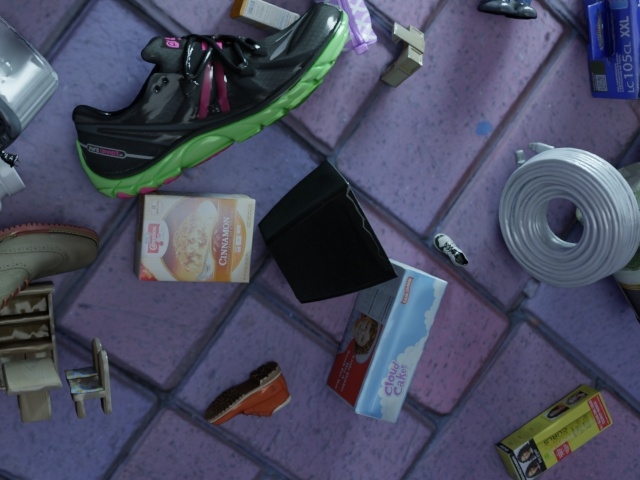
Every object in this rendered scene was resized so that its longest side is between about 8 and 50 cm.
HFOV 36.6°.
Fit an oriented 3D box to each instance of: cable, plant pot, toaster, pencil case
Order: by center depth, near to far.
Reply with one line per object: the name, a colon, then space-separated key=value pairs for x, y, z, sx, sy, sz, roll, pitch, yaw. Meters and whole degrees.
toaster: x=-0.486 y=-0.230 z=1.407 sx=0.227 sy=0.129 sz=0.146 roll=45 pitch=43 yaw=-17
pencil case: x=0.029 y=-0.414 z=1.617 sx=0.086 sy=0.088 sz=0.206 roll=-27 pitch=108 yaw=-13
plant pot: x=0.000 y=0.000 z=1.634 sx=0.167 sy=0.188 sz=0.187 roll=-30 pitch=109 yaw=-1
cable: x=0.447 y=-0.040 z=1.754 sx=0.089 sy=0.257 sz=0.257 roll=-22 pitch=115 yaw=-45

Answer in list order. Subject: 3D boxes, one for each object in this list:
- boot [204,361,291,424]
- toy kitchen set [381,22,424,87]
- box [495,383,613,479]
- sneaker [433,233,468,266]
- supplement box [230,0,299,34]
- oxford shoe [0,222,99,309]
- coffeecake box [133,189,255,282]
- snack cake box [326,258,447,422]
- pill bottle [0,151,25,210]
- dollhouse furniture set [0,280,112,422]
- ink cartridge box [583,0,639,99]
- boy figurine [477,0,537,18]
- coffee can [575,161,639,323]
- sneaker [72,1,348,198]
boot: x=-0.124 y=0.290 z=1.697 sx=0.158 sy=0.059 sz=0.085 roll=-31 pitch=113 yaw=-14
toy kitchen set: x=0.133 y=-0.333 z=1.701 sx=0.068 sy=0.075 sz=0.083 roll=28 pitch=49 yaw=-25
box: x=0.468 y=0.388 z=1.934 sx=0.232 sy=0.058 sz=0.087 roll=-30 pitch=107 yaw=-14
sneaker: x=0.246 y=0.018 z=1.799 sx=0.083 sy=0.037 sz=0.032 roll=40 pitch=86 yaw=-20
supplement box: x=-0.092 y=-0.369 z=1.592 sx=0.098 sy=0.062 sz=0.036 roll=16 pitch=92 yaw=-23
oxford shoe: x=-0.488 y=0.066 z=1.448 sx=0.348 sy=0.123 sz=0.130 roll=-14 pitch=64 yaw=-30
coffeecake box: x=-0.210 y=-0.007 z=1.606 sx=0.185 sy=0.068 sz=0.142 roll=2 pitch=99 yaw=-20
snack cake box: x=0.113 y=0.170 z=1.713 sx=0.089 sy=0.152 sz=0.264 roll=19 pitch=92 yaw=-23
pill bottle: x=-0.548 y=-0.065 z=1.447 sx=0.193 sy=0.108 sz=0.108 roll=-32 pitch=109 yaw=-13
dollhouse furniture set: x=-0.441 y=0.167 z=1.455 sx=0.212 sy=0.242 sz=0.161 roll=-6 pitch=101 yaw=-20
ink cartridge box: x=0.651 y=-0.418 z=1.821 sx=0.395 sy=0.151 sz=0.270 roll=-13 pitch=103 yaw=-17
boy figurine: x=0.365 y=-0.540 z=1.722 sx=0.177 sy=0.092 sz=0.285 roll=9 pitch=99 yaw=-19
coffee can: x=0.644 y=0.012 z=1.861 sx=0.201 sy=0.201 sz=0.275 roll=-40 pitch=110 yaw=-10
sneaker: x=-0.169 y=-0.247 z=1.501 sx=0.482 sy=0.185 sz=0.202 roll=-31 pitch=104 yaw=-5
